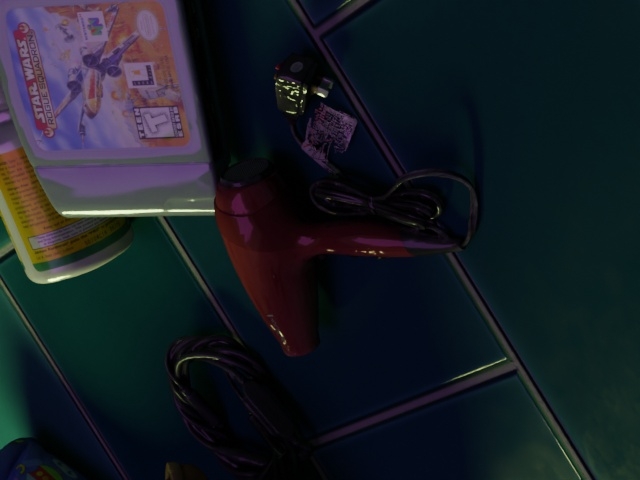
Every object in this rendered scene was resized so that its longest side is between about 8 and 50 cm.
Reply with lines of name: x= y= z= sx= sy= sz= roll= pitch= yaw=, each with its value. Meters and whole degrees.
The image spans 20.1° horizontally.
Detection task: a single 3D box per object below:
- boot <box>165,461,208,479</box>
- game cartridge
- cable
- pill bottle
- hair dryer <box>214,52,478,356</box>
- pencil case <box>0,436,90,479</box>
boot: x=-0.023 y=0.317 z=1.739 sx=0.109 sy=0.220 sz=0.283 roll=-128 pitch=21 yaw=-80
game cartridge: x=-0.196 y=-0.157 z=1.649 sx=0.198 sy=0.062 sz=0.297 roll=-3 pitch=116 yaw=15
cable: x=-0.090 y=0.174 z=1.842 sx=0.184 sy=0.047 sz=0.150 roll=46 pitch=145 yaw=7
pill bottle: x=-0.275 y=-0.073 z=1.794 sx=0.117 sy=0.117 sz=0.208 roll=-4 pitch=113 yaw=47
hair dryer: x=0.000 y=0.000 z=1.597 sx=0.223 sy=0.080 sz=0.293 roll=41 pitch=139 yaw=16
pencil case: x=-0.276 y=0.347 z=2.076 sx=0.306 sy=0.133 sz=0.119 roll=32 pitch=115 yaw=25
